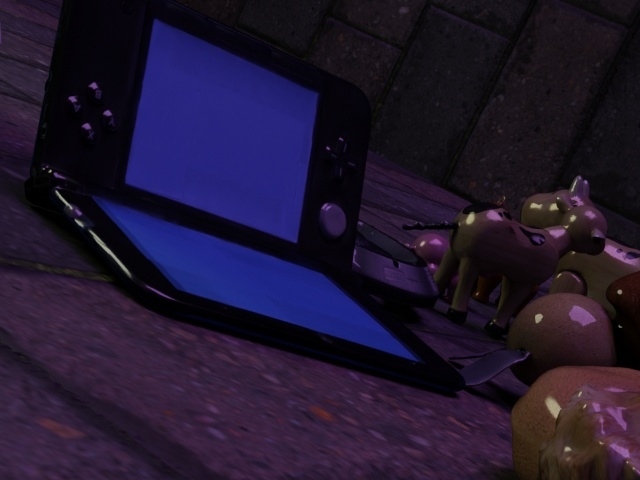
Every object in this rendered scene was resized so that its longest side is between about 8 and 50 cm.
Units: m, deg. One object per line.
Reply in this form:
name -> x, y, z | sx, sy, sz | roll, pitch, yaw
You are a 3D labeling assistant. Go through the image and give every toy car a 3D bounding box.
toy car -> 0.193, 0.098, 1.078 | 0.188, 0.149, 0.155 | -3, 4, 1

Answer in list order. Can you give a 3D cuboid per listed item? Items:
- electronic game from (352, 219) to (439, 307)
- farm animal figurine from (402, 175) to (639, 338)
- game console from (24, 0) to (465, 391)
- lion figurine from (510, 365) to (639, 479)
electronic game -> 0.000, 0.000, 1.256 | 0.229, 0.048, 0.229 | 25, 8, -4
farm animal figurine -> 0.259, 0.028, 1.459 | 0.326, 0.172, 0.330 | 27, 7, 9
game console -> -0.034, -0.041, 0.994 | 0.293, 0.250, 0.173 | 20, -17, -41
lion figurine -> 0.178, 0.127, 0.743 | 0.240, 0.142, 0.392 | 17, -5, -10
